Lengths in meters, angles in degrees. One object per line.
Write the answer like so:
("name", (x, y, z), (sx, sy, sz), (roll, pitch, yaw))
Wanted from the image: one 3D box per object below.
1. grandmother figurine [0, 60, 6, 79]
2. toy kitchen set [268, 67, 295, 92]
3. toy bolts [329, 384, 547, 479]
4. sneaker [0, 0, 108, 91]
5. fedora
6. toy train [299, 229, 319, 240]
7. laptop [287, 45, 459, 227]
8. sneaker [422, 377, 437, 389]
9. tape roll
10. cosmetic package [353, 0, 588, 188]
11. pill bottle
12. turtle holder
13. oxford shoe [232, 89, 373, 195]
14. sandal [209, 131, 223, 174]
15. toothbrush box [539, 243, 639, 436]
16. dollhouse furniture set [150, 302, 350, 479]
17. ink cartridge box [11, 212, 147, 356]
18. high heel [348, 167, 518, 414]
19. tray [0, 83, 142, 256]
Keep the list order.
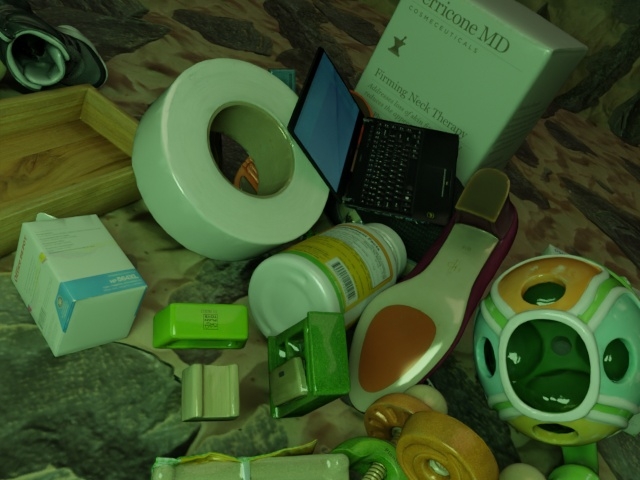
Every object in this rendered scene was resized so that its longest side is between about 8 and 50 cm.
("grandmother figurine", (-0.519, -0.233, 0.798), (0.208, 0.104, 0.342), (8, 11, -13))
("toy kitchen set", (-0.145, -0.263, 1.223), (0.207, 0.122, 0.166), (-2, 18, -9))
("toy bolts", (0.161, 0.243, 0.684), (0.228, 0.218, 0.158), (47, 49, 6))
("sneaker", (-0.419, -0.280, 0.998), (0.153, 0.101, 0.268), (51, 8, 27))
("fedora", (0.162, -0.067, 1.155), (0.334, 0.152, 0.334), (22, 31, -14))
("toy train", (0.000, 0.000, 1.073), (0.083, 0.017, 0.023), (15, 45, -22))
("laptop", (0.098, -0.168, 1.013), (0.264, 0.136, 0.234), (12, 48, 4))
("sneaker", (0.123, 0.178, 0.902), (0.109, 0.040, 0.044), (41, 32, 17))
("tape roll", (-0.122, -0.116, 0.941), (0.286, 0.100, 0.286), (16, 63, -35))
("cosmetic package", (0.309, -0.337, 1.426), (0.329, 0.393, 0.327), (40, 34, 17))
("pill bottle", (0.024, 0.053, 0.907), (0.136, 0.136, 0.246), (40, 34, 17))
("turtle holder", (0.310, 0.179, 0.866), (0.243, 0.320, 0.227), (23, 11, 24))
("oxford shoe", (-0.042, -0.146, 1.169), (0.364, 0.133, 0.130), (-40, 100, -40))
("sandal", (-0.195, -0.147, 1.082), (0.060, 0.090, 0.219), (-3, 47, -9))
("toothbrush box", (0.469, 0.163, 1.118), (0.206, 0.122, 0.283), (27, 31, -4))
("dollhouse furniture set", (-0.080, 0.229, 0.650), (0.197, 0.151, 0.301), (4, 67, -22))
("ink cartridge box", (-0.280, 0.041, 0.728), (0.090, 0.092, 0.143), (-11, 51, -46))
("high heel", (0.170, 0.088, 0.901), (0.127, 0.377, 0.181), (33, -11, 25))
("tray", (-0.396, -0.096, 0.845), (0.203, 0.076, 0.411), (37, 32, 12))
